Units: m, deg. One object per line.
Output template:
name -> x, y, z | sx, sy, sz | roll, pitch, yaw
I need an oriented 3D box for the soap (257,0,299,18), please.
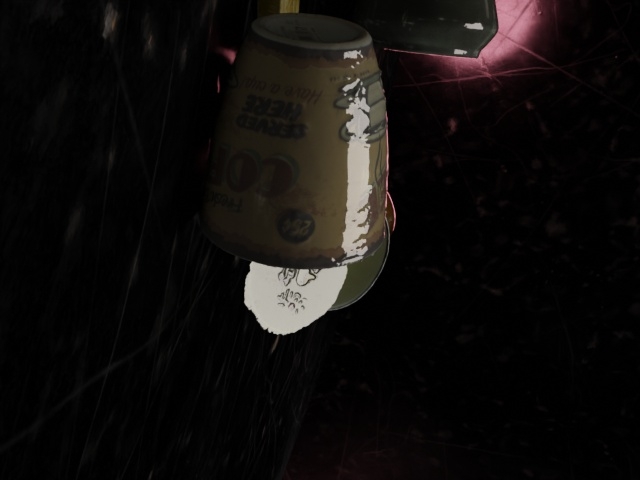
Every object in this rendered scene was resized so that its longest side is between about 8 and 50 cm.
soap -> -0.050, -0.329, 1.282 | 0.252, 0.037, 0.092 | 96, 10, -60

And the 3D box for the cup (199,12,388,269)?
cup -> -0.029, -0.144, 1.273 | 0.301, 0.227, 0.257 | -125, -141, -58

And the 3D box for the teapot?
teapot -> 0.214, -0.569, 2.175 | 0.376, 0.305, 0.362 | -146, -118, -66

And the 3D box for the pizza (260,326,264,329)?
pizza -> -0.107, 0.156, 2.181 | 0.083, 0.016, 0.037 | -70, 179, -52

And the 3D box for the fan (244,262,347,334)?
fan -> -0.006, -0.026, 1.883 | 0.233, 0.012, 0.415 | 25, 87, -45

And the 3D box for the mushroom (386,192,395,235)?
mushroom -> 0.037, 0.005, 2.207 | 0.297, 0.163, 0.278 | -46, -173, 8

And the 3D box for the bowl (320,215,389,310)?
bowl -> 0.000, 0.000, 1.981 | 0.126, 0.237, 0.238 | 27, -75, 52
